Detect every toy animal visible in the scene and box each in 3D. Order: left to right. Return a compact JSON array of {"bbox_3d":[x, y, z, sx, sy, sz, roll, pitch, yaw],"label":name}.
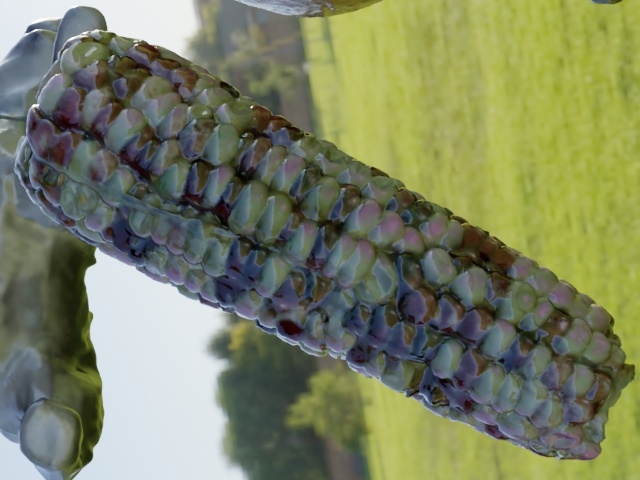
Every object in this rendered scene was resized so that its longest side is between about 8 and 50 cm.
[{"bbox_3d":[-0.226,-0.001,1.154,0.302,0.194,0.344,78,-160,-83],"label":"toy animal"}]

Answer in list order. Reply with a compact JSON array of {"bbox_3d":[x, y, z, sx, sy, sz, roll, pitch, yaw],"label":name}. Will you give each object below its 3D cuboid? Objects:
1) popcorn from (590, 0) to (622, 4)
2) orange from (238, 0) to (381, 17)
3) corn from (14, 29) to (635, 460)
[{"bbox_3d":[0.255,-0.313,1.205,0.251,0.237,0.206,-56,18,18],"label":"popcorn"},{"bbox_3d":[-0.006,-0.214,0.802,0.206,0.206,0.206,170,90,-89],"label":"orange"},{"bbox_3d":[0.000,0.000,0.639,0.092,0.280,0.092,-62,-8,-14],"label":"corn"}]
